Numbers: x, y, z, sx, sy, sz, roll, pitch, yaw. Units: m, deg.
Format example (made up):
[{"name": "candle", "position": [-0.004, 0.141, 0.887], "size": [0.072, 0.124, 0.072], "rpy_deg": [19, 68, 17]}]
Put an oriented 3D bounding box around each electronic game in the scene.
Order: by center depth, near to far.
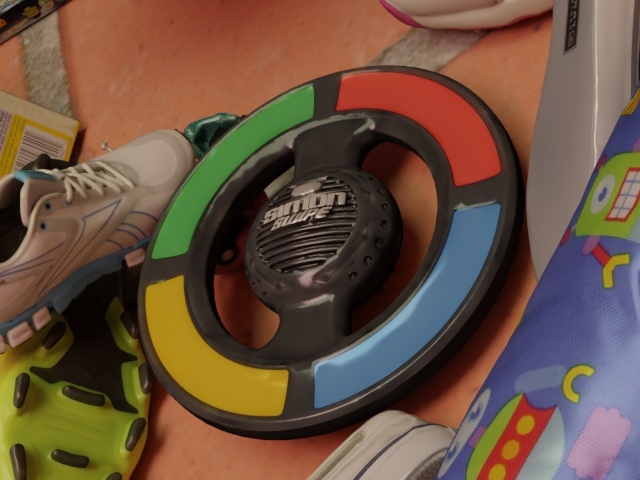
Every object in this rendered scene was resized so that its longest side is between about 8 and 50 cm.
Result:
[{"name": "electronic game", "position": [0.000, 0.000, 0.719], "size": [0.229, 0.048, 0.229], "rpy_deg": [-18, 50, 22]}]

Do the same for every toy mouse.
[{"name": "toy mouse", "position": [-0.060, -0.028, 0.835], "size": [0.143, 0.031, 0.161], "rpy_deg": [-25, 49, 11]}]

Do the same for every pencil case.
[{"name": "pencil case", "position": [0.136, 0.043, 0.511], "size": [0.306, 0.119, 0.133], "rpy_deg": [-62, 15, -13]}]

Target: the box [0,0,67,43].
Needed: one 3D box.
[{"name": "box", "position": [-0.248, -0.241, 1.203], "size": [0.137, 0.027, 0.094], "rpy_deg": [-24, 44, 31]}]

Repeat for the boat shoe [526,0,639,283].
[{"name": "boat shoe", "position": [0.148, -0.078, 0.625], "size": [0.080, 0.076, 0.228], "rpy_deg": [154, 122, -76]}]

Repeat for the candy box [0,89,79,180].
[{"name": "candy box", "position": [-0.245, -0.021, 0.961], "size": [0.027, 0.105, 0.206], "rpy_deg": [-46, 29, 51]}]

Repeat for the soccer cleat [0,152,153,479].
[{"name": "soccer cleat", "position": [-0.168, 0.074, 0.838], "size": [0.121, 0.093, 0.289], "rpy_deg": [-53, 34, 38]}]

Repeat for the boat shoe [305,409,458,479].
[{"name": "boat shoe", "position": [-0.012, 0.172, 0.603], "size": [0.226, 0.083, 0.076], "rpy_deg": [-43, 25, -12]}]

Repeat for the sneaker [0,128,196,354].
[{"name": "sneaker", "position": [-0.145, -0.016, 0.771], "size": [0.071, 0.083, 0.190], "rpy_deg": [29, 55, 30]}]

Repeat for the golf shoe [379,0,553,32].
[{"name": "golf shoe", "position": [0.136, -0.211, 0.706], "size": [0.306, 0.140, 0.115], "rpy_deg": [-21, 49, 35]}]
